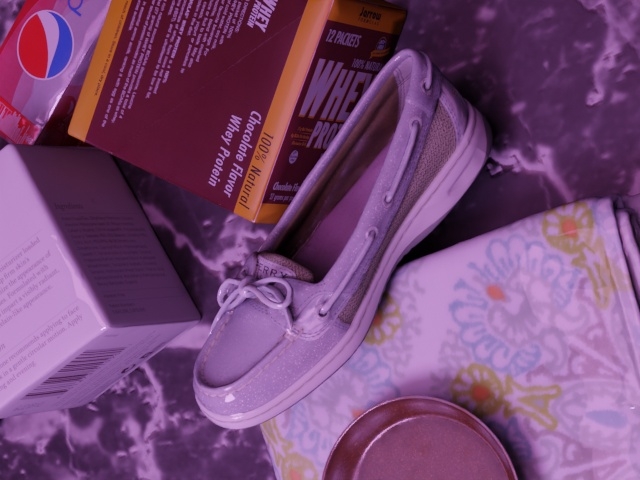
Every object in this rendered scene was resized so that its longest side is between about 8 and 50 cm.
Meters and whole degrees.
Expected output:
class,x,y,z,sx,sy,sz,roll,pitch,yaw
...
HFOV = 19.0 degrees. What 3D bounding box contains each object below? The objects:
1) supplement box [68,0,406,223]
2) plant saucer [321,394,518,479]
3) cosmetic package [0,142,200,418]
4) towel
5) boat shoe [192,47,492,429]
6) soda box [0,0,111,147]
class,x,y,z,sx,sy,sz,roll,pitch,yaw
supplement box,-0.067,-0.136,1.554,0.194,0.129,0.191,25,102,26
plant saucer,0.079,0.200,1.439,0.168,0.029,0.168,-1,89,29
cosmetic package,-0.232,0.033,1.630,0.151,0.151,0.184,-35,75,23
towel,0.133,0.164,1.477,0.374,0.090,0.320,-21,77,26
boat shoe,0.002,0.000,1.465,0.320,0.103,0.118,-50,37,-7
soda box,-0.191,-0.197,1.641,0.083,0.092,0.263,39,107,22
